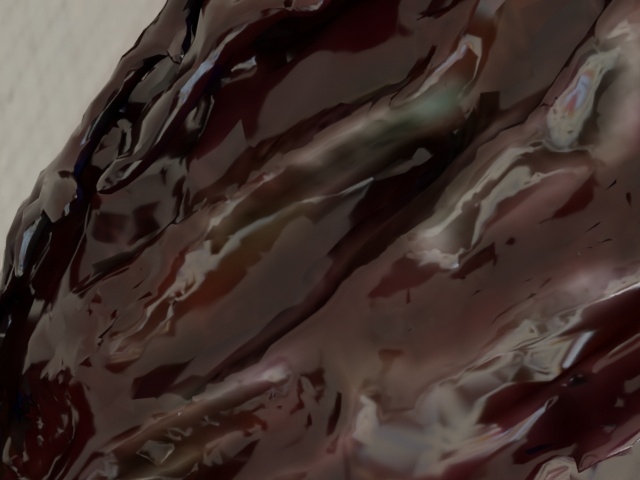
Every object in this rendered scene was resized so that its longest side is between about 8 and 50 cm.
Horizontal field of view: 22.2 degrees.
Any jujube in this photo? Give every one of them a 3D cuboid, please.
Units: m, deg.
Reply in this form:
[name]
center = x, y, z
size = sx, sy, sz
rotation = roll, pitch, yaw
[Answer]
[jujube]
center = 0.082, -0.014, 0.421
size = 0.258, 0.376, 0.258
rotation = 47, 24, -29
